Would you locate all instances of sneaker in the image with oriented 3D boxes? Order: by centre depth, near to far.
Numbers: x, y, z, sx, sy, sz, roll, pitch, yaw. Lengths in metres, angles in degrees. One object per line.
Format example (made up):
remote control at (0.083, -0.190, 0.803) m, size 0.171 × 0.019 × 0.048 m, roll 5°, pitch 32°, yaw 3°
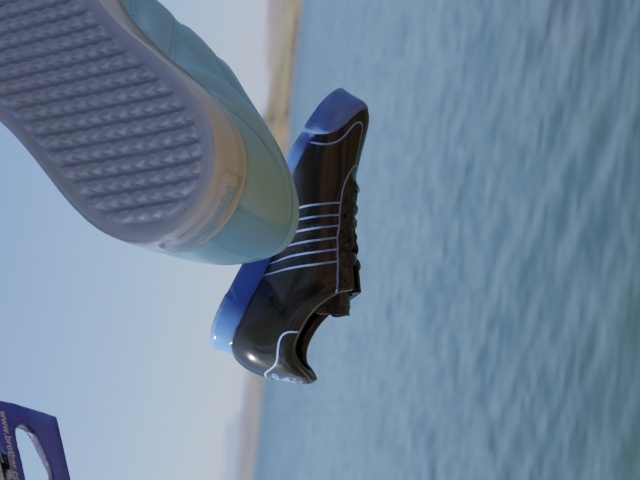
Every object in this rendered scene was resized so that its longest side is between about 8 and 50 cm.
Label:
sneaker at (-0.142, -0.108, 0.948) m, size 0.366 × 0.135 × 0.150 m, roll 55°, pitch -167°, yaw 31°
sneaker at (0.000, 0.000, 1.149) m, size 0.232 × 0.090 × 0.081 m, roll -66°, pitch -13°, yaw 3°

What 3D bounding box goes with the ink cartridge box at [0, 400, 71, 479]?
ink cartridge box at (-0.328, 0.147, 0.843) m, size 0.151 × 0.396 × 0.270 m, roll 117°, pitch 141°, yaw -49°
